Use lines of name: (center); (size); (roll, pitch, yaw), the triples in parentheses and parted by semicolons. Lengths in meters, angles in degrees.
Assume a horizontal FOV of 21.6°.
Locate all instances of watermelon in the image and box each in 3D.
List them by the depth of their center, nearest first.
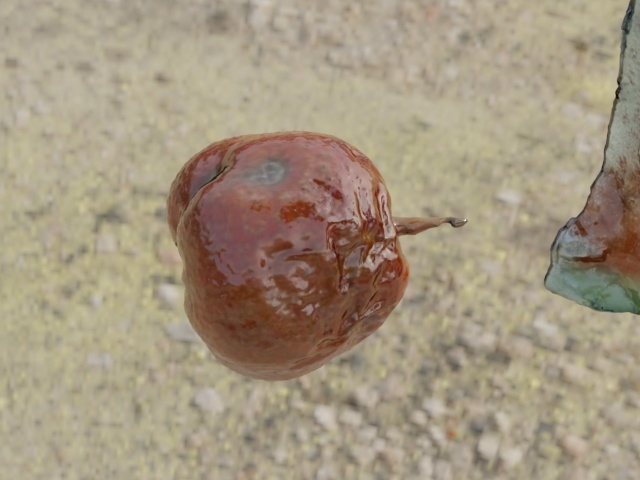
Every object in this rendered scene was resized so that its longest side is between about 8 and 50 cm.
watermelon: (0.259, -0.068, 1.002); (0.214, 0.320, 0.289); (45, 7, -21)

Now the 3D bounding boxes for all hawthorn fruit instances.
hawthorn fruit: (0.000, 0.000, 1.375); (0.243, 0.207, 0.207); (-14, 43, 3)
